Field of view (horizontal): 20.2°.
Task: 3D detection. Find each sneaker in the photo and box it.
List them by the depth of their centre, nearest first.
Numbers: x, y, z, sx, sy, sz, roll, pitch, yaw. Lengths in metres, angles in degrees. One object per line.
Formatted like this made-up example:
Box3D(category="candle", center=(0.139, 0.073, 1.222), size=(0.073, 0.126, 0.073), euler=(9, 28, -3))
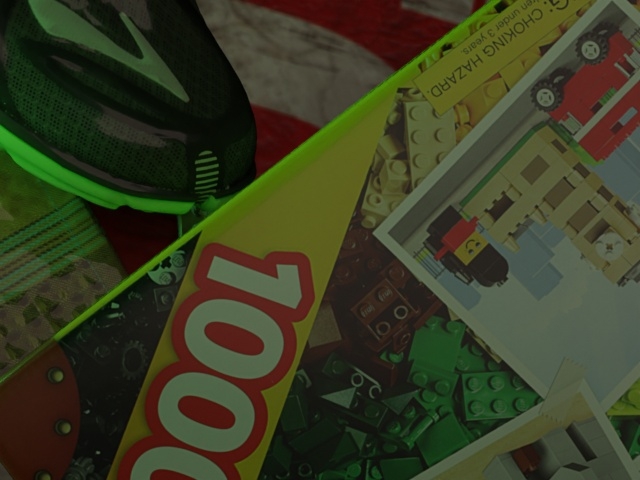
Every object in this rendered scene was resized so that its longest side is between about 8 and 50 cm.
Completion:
Box3D(category="sneaker", center=(-0.160, -0.237, 1.060), size=(0.185, 0.202, 0.483), euler=(-15, 76, -41))

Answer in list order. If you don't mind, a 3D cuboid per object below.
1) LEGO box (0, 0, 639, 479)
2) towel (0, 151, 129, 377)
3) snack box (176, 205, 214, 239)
Box3D(category="LEGO box", center=(0.133, 0.078, 0.951), size=(0.500, 0.193, 0.372), euler=(-38, 89, -1))
Box3D(category="towel", center=(-0.300, -0.038, 1.077), size=(0.271, 0.040, 0.370), euler=(-30, 82, -17))
Box3D(category="snack box", center=(0.000, 0.000, 1.128), size=(0.178, 0.022, 0.064), euler=(-2, 75, -11))
